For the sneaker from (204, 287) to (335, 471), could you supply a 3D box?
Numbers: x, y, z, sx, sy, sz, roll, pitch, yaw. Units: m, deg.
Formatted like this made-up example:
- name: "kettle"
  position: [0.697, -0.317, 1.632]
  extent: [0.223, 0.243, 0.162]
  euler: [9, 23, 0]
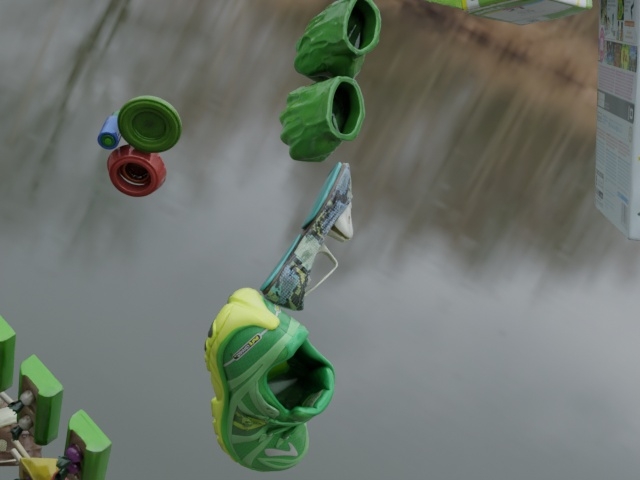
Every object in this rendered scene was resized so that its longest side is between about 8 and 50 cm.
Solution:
- name: "sneaker"
  position: [-0.048, 0.174, 1.606]
  extent: [0.123, 0.109, 0.295]
  euler: [24, -30, 24]

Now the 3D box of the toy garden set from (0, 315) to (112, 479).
- name: "toy garden set"
  position: [-0.299, 0.156, 1.389]
  extent: [0.049, 0.204, 0.244]
  euler: [-36, 72, -29]

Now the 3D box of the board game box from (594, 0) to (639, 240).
- name: "board game box"
  position: [0.318, -0.166, 1.379]
  extent: [0.097, 0.303, 0.224]
  euler: [0, 10, 1]

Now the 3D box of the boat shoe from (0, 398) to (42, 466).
- name: "boat shoe"
  position: [-0.451, 0.267, 1.783]
  extent: [0.095, 0.257, 0.095]
  euler: [2, 71, -70]

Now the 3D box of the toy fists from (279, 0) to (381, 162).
- name: "toy fists"
  position: [0.014, -0.252, 2.336]
  extent: [0.096, 0.279, 0.142]
  euler: [26, -25, -35]

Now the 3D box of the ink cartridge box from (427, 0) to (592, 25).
- name: "ink cartridge box"
  position: [0.180, -0.340, 1.573]
  extent: [0.097, 0.189, 0.255]
  euler: [-7, -3, 37]

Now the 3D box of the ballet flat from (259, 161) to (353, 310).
- name: "ballet flat"
  position: [0.000, 0.000, 1.714]
  extent: [0.070, 0.188, 0.070]
  euler: [30, -13, 7]

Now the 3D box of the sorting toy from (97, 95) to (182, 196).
- name: "sorting toy"
  position: [-0.144, -0.084, 1.184]
  extent: [0.061, 0.102, 0.042]
  euler: [19, 38, -7]
